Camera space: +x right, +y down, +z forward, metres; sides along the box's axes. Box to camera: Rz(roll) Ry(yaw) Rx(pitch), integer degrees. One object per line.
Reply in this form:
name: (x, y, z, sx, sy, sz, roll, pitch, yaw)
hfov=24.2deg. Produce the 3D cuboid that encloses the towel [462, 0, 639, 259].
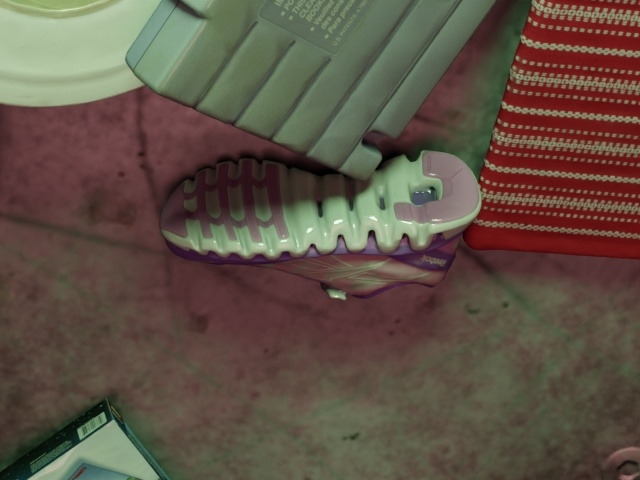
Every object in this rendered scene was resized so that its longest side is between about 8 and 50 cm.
towel: (0.221, -0.080, 1.066, 0.199, 0.031, 0.274, 4, 139, -6)

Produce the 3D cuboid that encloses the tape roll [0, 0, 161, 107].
tape roll: (-0.169, -0.227, 0.935, 0.286, 0.100, 0.286, -10, 127, -14)

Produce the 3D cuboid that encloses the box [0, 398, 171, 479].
box: (-0.222, 0.258, 1.214, 0.233, 0.044, 0.159, -34, 115, -3)

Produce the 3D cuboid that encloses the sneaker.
sneaker: (0.000, 0.000, 1.114, 0.237, 0.095, 0.104, -2, 139, 1)

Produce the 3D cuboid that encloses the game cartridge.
game cartridge: (0.050, -0.217, 0.951, 0.230, 0.068, 0.355, 23, 109, -46)
